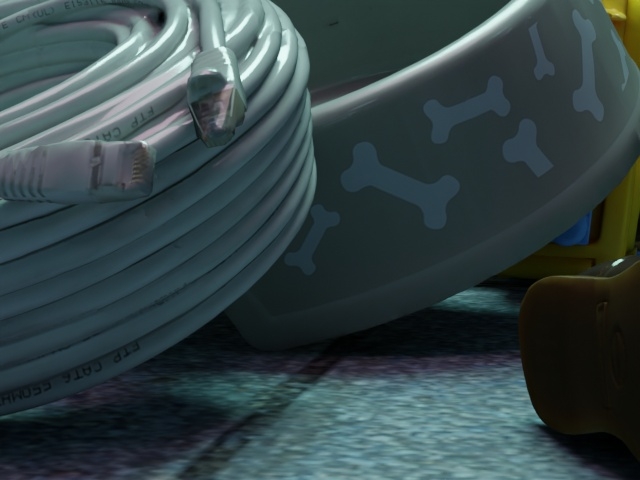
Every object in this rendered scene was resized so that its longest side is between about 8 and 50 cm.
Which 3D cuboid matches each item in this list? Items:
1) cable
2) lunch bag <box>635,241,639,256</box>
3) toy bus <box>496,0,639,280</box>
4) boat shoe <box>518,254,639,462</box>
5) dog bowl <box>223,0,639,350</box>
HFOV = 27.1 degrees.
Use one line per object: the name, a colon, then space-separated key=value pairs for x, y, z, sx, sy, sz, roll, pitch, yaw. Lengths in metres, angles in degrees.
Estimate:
cable: x=-0.125 y=-0.030 z=0.520 sx=0.257 sy=0.089 sz=0.257 roll=-11 pitch=27 yaw=14
lunch bag: x=0.322 y=-0.098 z=0.972 sx=0.115 sy=0.243 sz=0.303 roll=-3 pitch=5 yaw=-34
toy bus: x=0.155 y=-0.074 z=0.892 sx=0.150 sy=0.220 sz=0.211 roll=6 pitch=12 yaw=12
boat shoe: x=0.118 y=0.035 z=0.380 sx=0.073 sy=0.073 sz=0.207 roll=-2 pitch=5 yaw=-6
dog bowl: x=-0.001 y=-0.078 z=0.735 sx=0.349 sy=0.102 sz=0.348 roll=-17 pitch=25 yaw=8
